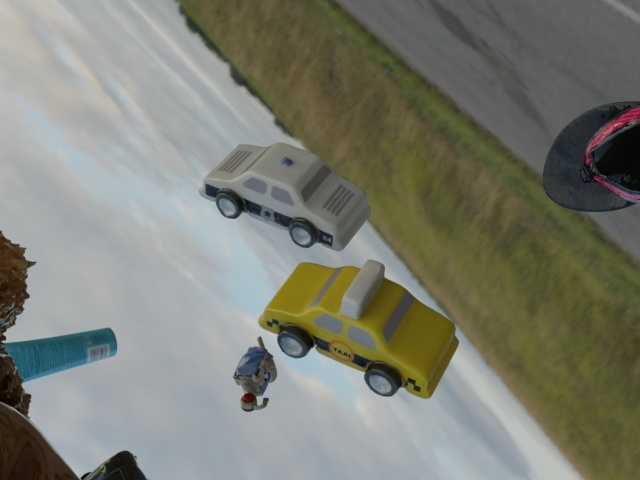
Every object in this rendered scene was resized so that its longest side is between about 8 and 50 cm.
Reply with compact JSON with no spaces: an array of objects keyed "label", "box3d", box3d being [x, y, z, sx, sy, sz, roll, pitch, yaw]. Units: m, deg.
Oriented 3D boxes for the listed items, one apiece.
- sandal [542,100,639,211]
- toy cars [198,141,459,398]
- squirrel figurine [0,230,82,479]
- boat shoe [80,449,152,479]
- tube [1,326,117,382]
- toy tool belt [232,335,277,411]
[{"label":"sandal","box3d":[0.199,-0.053,0.509,0.179,0.040,0.067,-8,98,53]},{"label":"toy cars","box3d":[0.000,0.000,0.891,0.087,0.177,0.393,95,154,-43]},{"label":"squirrel figurine","box3d":[-0.365,0.145,0.698,0.397,0.281,0.370,-106,-2,-45]},{"label":"boat shoe","box3d":[-0.263,0.307,1.024,0.081,0.228,0.068,-9,-109,-40]},{"label":"tube","box3d":[-0.450,0.194,1.462,0.052,0.207,0.080,-5,94,53]},{"label":"toy tool belt","box3d":[-0.078,0.153,1.003,0.083,0.052,0.051,-71,-19,-57]}]
